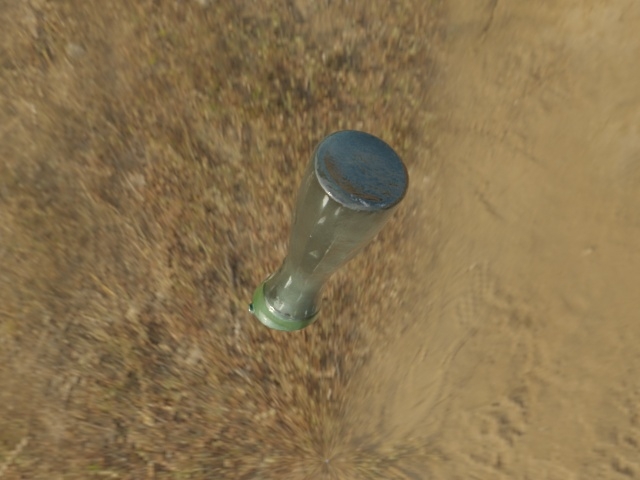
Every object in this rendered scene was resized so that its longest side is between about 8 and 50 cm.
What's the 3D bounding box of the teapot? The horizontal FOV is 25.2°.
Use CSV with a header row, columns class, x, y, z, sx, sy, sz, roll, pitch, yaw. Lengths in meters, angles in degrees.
class,x,y,z,sx,sy,sz,roll,pitch,yaw
teapot,0.000,0.000,0.628,0.043,0.110,0.043,11,53,-15
